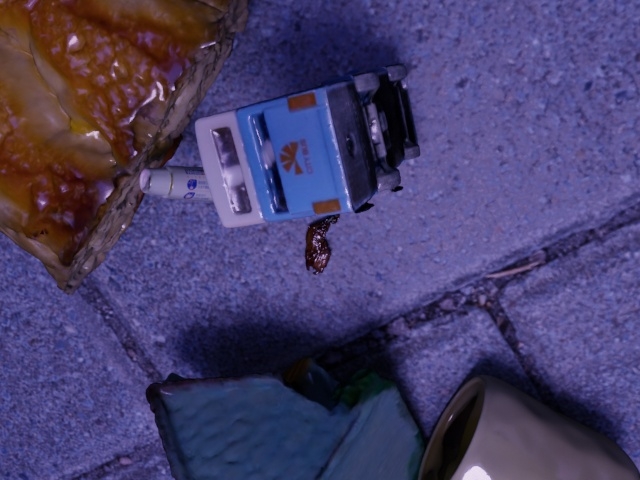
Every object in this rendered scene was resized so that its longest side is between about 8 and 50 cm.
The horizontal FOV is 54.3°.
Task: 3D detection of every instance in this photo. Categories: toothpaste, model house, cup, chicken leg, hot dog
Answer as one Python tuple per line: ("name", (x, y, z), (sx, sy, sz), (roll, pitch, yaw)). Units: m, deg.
("toothpaste", (-0.086, -0.057, 0.668), (0.033, 0.218, 0.052), (33, 115, 45))
("model house", (-0.049, 0.246, 0.744), (0.249, 0.230, 0.280), (23, 154, 34))
("cup", (0.218, 0.301, 0.682), (0.202, 0.255, 0.173), (29, 145, 2))
("chicken leg", (-0.002, 0.001, 0.747), (0.036, 0.021, 0.083), (16, 104, 15))
("hot dog", (-0.310, -0.196, 0.658), (0.365, 0.196, 0.367), (36, 103, -4))

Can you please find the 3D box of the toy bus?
("toy bus", (0.012, -0.098, 0.573), (0.131, 0.297, 0.106), (-9, 104, 19))
